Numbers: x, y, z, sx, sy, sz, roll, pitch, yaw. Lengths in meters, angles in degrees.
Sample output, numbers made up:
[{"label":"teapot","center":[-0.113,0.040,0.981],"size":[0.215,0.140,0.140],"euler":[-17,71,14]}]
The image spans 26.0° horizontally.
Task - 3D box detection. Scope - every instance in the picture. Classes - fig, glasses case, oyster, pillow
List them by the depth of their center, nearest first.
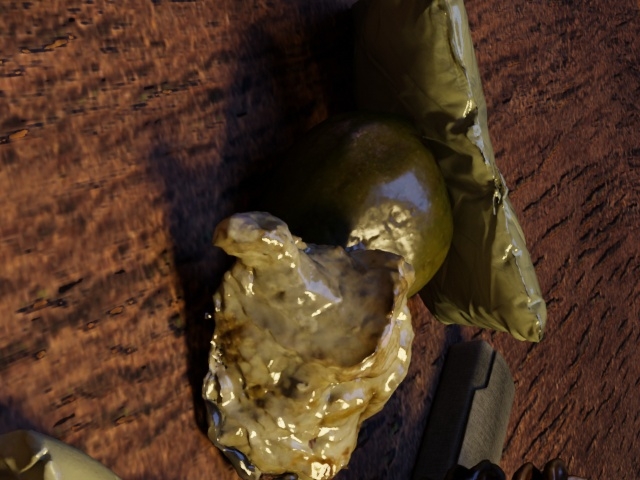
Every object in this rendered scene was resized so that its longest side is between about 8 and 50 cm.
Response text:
[{"label":"oyster","center":[-0.010,0.065,0.828],"size":[0.163,0.081,0.191],"euler":[-48,118,-10]},{"label":"fig","center":[-0.006,-0.008,0.923],"size":[0.126,0.184,0.133],"euler":[-131,-153,-55]},{"label":"pillow","center":[0.082,-0.064,1.037],"size":[0.274,0.076,0.281],"euler":[-176,-109,-83]},{"label":"glasses case","center":[0.122,0.174,1.163],"size":[0.071,0.047,0.205],"euler":[65,29,-27]}]

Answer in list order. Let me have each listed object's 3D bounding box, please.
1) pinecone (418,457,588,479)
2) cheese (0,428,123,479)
[{"label":"pinecone","center":[0.136,0.241,0.970],"size":[0.186,0.212,0.169],"euler":[-85,153,-53]},{"label":"cheese","center":[-0.102,0.161,0.679],"size":[0.235,0.049,0.127],"euler":[22,60,-60]}]
